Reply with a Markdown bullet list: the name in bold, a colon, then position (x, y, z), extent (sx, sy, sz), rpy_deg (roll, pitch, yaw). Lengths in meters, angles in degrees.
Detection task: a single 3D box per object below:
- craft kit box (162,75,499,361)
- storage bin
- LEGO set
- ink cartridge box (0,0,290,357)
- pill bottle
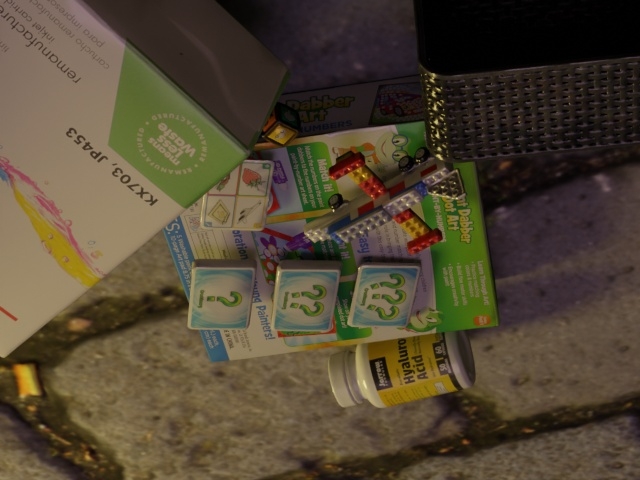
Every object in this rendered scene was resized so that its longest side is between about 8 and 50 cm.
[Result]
- **craft kit box**: position (0.006, -0.012, 1.347), extent (0.247, 0.061, 0.250), rpy_deg (-5, 138, 8)
- **storage bin**: position (0.156, -0.129, 1.168), extent (0.180, 0.122, 0.084), rpy_deg (-5, 137, 4)
- **LEGO set**: position (0.000, 0.000, 1.282), extent (0.183, 0.060, 0.244), rpy_deg (2, 137, -9)
- **ink cartridge box**: position (-0.219, -0.059, 1.204), extent (0.207, 0.119, 0.353), rpy_deg (42, 125, -16)
- **pill bottle**: position (0.069, 0.107, 1.469), extent (0.116, 0.065, 0.065), rpy_deg (-16, 136, 15)
